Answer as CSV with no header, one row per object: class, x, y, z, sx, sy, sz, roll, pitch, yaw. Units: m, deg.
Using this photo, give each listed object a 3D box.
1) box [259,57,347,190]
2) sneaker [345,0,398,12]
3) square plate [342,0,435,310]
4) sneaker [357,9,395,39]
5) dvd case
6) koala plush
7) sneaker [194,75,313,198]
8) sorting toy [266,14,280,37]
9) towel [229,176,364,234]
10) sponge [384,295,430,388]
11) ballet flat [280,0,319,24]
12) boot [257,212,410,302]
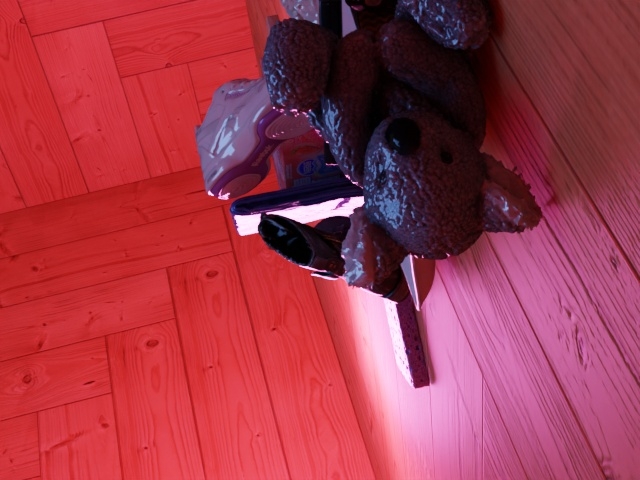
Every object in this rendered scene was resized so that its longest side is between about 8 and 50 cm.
box,-0.004,-0.177,1.677,0.300,0.154,0.142,88,167,-71
sneaker,0.062,-0.305,1.002,0.208,0.082,0.094,122,155,-69
square plate,0.084,-0.138,1.281,0.344,0.049,0.347,79,176,-60
sneaker,0.067,-0.275,1.138,0.084,0.070,0.185,51,-149,-81
dvd case,0.012,-0.221,1.072,0.253,0.022,0.180,-89,-2,-50
koala plush,0.081,-0.073,0.889,0.203,0.196,0.221,63,-172,-56
sneaker,-0.089,-0.188,1.462,0.305,0.114,0.152,-40,61,39
sorting toy,-0.028,-0.274,2.053,0.255,0.089,0.257,91,164,-73
towel,-0.021,-0.049,1.697,0.336,0.243,0.040,113,147,-84
sponge,0.130,0.122,1.701,0.117,0.031,0.210,-123,20,-75
ballet flat,-0.034,-0.426,1.365,0.147,0.147,0.408,-111,11,-55
boot,0.000,0.000,1.568,0.263,0.229,0.091,33,101,51
